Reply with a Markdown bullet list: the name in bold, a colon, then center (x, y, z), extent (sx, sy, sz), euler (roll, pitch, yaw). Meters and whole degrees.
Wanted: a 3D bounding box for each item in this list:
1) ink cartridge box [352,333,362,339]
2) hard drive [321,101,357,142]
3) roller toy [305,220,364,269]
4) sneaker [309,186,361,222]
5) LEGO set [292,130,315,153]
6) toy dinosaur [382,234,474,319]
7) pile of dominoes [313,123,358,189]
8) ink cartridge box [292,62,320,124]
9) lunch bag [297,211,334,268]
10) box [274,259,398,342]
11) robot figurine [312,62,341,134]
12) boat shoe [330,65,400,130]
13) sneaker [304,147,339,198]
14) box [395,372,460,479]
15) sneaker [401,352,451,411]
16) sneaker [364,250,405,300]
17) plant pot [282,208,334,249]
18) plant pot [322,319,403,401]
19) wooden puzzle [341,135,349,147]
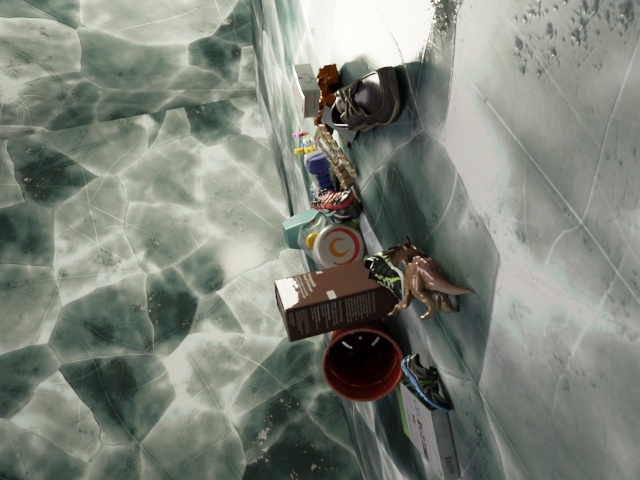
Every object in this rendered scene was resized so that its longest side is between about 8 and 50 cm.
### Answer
- **ink cartridge box**: center (0.136, 0.362, 2.031), extent (0.181, 0.061, 0.104), euler (50, 170, -2)
- **hard drive**: center (0.066, -0.386, 1.524), extent (0.135, 0.022, 0.094), euler (38, 165, 3)
- **roller toy**: center (0.064, 0.036, 1.806), extent (0.146, 0.209, 0.191), euler (134, 116, -79)
- **sneaker**: center (0.060, -0.127, 1.763), extent (0.135, 0.097, 0.276), euler (48, 160, -24)
- **LEGO set**: center (-0.088, -0.471, 2.272), extent (0.227, 0.093, 0.087), euler (-124, 23, -63)
- **toy dinosaur**: center (0.242, 0.080, 1.123), extent (0.295, 0.127, 0.200), euler (164, 99, -75)
- **pile of dominoes**: center (0.041, -0.305, 1.709), extent (0.251, 0.040, 0.196), euler (57, 170, 3)
- **ink cartridge box**: center (-0.047, -0.501, 1.587), extent (0.115, 0.067, 0.198), euler (94, 165, -52)
- **lunch bag**: center (0.030, 0.031, 2.064), extent (0.262, 0.160, 0.223), euler (47, 163, 8)
- **box**: center (0.051, 0.193, 1.562), extent (0.191, 0.381, 0.143), euler (-122, 23, -59)
- **robot figurine**: center (0.018, -0.501, 1.657), extent (0.291, 0.085, 0.211), euler (145, 116, -79)
- **boat shoe**: center (0.108, -0.354, 1.229), extent (0.355, 0.130, 0.132), euler (169, 88, -80)
- **sneaker**: center (0.030, -0.221, 1.923), extent (0.315, 0.127, 0.182), euler (79, 169, -57)
- **box**: center (0.328, 0.577, 1.482), extent (0.322, 0.058, 0.232), euler (-161, 58, -77)
- **sneaker**: center (0.307, 0.401, 1.315), extent (0.188, 0.078, 0.067), euler (53, -172, 34)
- **sneaker**: center (0.200, 0.119, 1.451), extent (0.235, 0.097, 0.084), euler (-119, 18, -57)
- **plant pot**: center (-0.060, -0.049, 2.279), extent (0.166, 0.234, 0.165), euler (-127, 25, -65)
- **plant pot**: center (0.145, 0.381, 1.651), extent (0.265, 0.272, 0.272), euler (-82, -18, -75)
- **wooden puzzle**: center (0.087, -0.379, 1.657), extent (0.078, 0.014, 0.116), euler (83, 169, -54)
